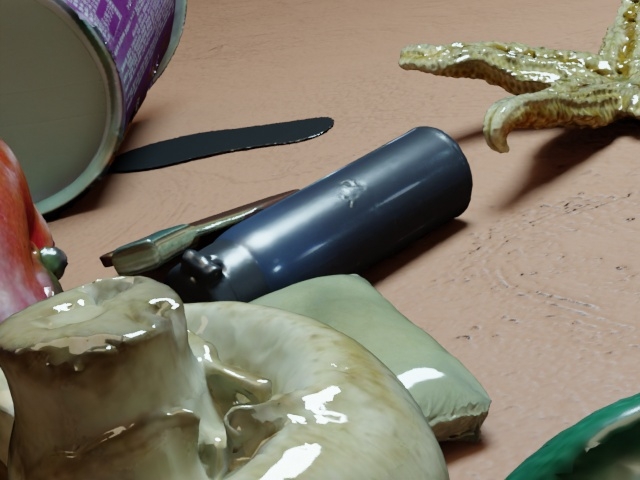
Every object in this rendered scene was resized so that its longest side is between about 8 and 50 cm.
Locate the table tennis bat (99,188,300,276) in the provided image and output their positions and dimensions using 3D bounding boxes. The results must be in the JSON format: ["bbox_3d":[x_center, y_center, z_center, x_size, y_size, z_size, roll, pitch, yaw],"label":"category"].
[{"bbox_3d":[-0.095,-0.005,1.086,0.154,0.021,0.274,-18,4,11],"label":"table tennis bat"}]

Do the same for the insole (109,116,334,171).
[{"bbox_3d":[-0.096,-0.092,1.421,0.232,0.003,0.080,-8,23,18],"label":"insole"}]

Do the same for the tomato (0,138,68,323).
[{"bbox_3d":[-0.350,0.007,1.126,0.289,0.176,0.335,-20,23,-3],"label":"tomato"}]

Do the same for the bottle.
[{"bbox_3d":[0.000,0.000,1.032,0.244,0.082,0.072,-29,49,-35],"label":"bottle"}]

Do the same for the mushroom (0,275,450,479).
[{"bbox_3d":[-0.048,0.098,0.660,0.189,0.195,0.253,-27,26,-35],"label":"mushroom"}]

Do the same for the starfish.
[{"bbox_3d":[0.240,-0.145,1.189,0.375,0.094,0.327,-2,35,17],"label":"starfish"}]

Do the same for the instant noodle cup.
[{"bbox_3d":[-0.293,-0.177,1.391,0.339,0.340,0.266,-14,33,6],"label":"instant noodle cup"}]

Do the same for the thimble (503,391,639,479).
[{"bbox_3d":[0.118,0.167,0.323,0.254,0.167,0.288,16,58,45],"label":"thimble"}]

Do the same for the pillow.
[{"bbox_3d":[0.007,0.074,0.873,0.119,0.053,0.208,-24,26,-14],"label":"pillow"}]
